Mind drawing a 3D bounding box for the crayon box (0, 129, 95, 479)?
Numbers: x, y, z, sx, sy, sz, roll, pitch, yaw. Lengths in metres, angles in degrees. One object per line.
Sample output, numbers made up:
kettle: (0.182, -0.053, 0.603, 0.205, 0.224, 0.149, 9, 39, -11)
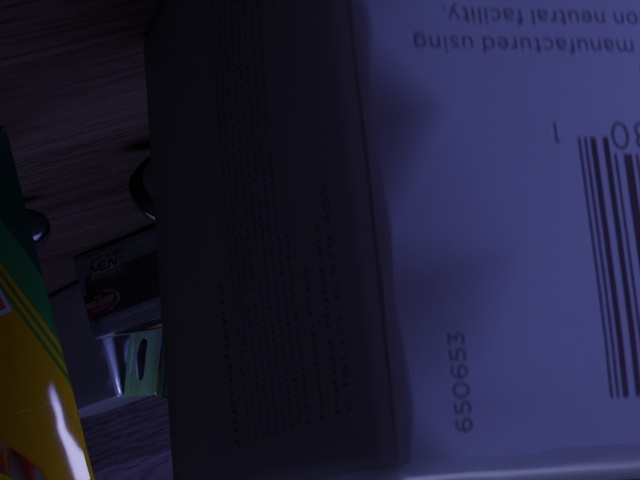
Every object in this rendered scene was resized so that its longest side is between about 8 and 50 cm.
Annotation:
crayon box: (-0.349, 0.095, 0.893, 0.363, 0.313, 0.106, -9, 170, -46)

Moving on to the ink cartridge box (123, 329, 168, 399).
ink cartridge box: (-0.169, 0.169, 1.863, 0.209, 0.109, 0.062, 2, -172, -43)

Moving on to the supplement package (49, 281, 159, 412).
supplement package: (-0.328, 0.162, 1.987, 0.175, 0.177, 0.293, -9, 171, -42)

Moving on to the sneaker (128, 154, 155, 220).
sneaker: (-0.041, -0.085, 1.174, 0.272, 0.100, 0.108, -14, 149, 5)

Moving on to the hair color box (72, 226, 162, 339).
hair color box: (-0.128, 0.040, 1.769, 0.185, 0.113, 0.374, -20, 171, 30)

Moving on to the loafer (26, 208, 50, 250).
loafer: (-0.324, -0.003, 1.223, 0.170, 0.062, 0.061, -13, 167, -34)

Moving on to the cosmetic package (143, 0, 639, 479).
cosmetic package: (0.102, -0.027, 0.742, 0.329, 0.327, 0.394, -2, 168, -19)
